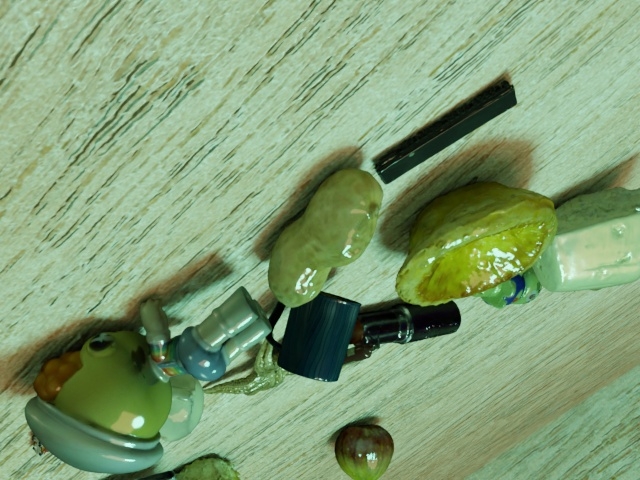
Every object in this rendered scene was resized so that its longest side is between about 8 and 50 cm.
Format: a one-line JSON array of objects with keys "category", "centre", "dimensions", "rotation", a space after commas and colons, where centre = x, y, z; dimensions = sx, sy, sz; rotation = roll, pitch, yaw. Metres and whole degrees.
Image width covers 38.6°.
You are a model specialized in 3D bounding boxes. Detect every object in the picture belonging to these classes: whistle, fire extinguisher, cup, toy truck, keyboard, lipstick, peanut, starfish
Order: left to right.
[{"category": "toy truck", "centre": [-0.476, 0.344, 1.563], "dimensions": [0.032, 0.024, 0.083], "rotation": [-46, 164, -39]}, {"category": "starfish", "centre": [-0.088, 0.235, 1.730], "dimensions": [0.277, 0.062, 0.236], "rotation": [-35, 158, 2]}, {"category": "cup", "centre": [-0.013, 0.154, 1.535], "dimensions": [0.113, 0.150, 0.138], "rotation": [16, 90, -31]}, {"category": "peanut", "centre": [0.000, 0.000, 1.336], "dimensions": [0.101, 0.117, 0.263], "rotation": [21, 131, -30]}, {"category": "fire extinguisher", "centre": [0.051, 0.218, 1.712], "dimensions": [0.173, 0.035, 0.049], "rotation": [-23, 149, 32]}, {"category": "lipstick", "centre": [0.146, 0.166, 1.786], "dimensions": [0.300, 0.081, 0.081], "rotation": [-5, 145, -34]}, {"category": "keyboard", "centre": [0.183, -0.156, 1.336], "dimensions": [0.231, 0.023, 0.072], "rotation": [-32, 160, 6]}, {"category": "whistle", "centre": [0.380, 0.092, 1.876], "dimensions": [0.227, 0.085, 0.105], "rotation": [-2, 133, -41]}]

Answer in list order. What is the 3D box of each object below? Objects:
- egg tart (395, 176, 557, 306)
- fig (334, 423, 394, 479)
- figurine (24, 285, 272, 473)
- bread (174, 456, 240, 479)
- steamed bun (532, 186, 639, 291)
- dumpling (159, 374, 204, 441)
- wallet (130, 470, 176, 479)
[{"category": "egg tart", "centre": [0.251, -0.005, 1.545], "dimensions": [0.319, 0.128, 0.319], "rotation": [-21, 153, -11]}, {"category": "fig", "centre": [0.102, 0.576, 2.346], "dimensions": [0.160, 0.143, 0.230], "rotation": [-4, 116, -48]}, {"category": "figurine", "centre": [-0.255, 0.203, 1.347], "dimensions": [0.382, 0.205, 0.224], "rotation": [-40, 143, 15]}, {"category": "bread", "centre": [-0.257, 0.579, 2.069], "dimensions": [0.174, 0.121, 0.245], "rotation": [-27, 155, -6]}, {"category": "steamed bun", "centre": [0.507, -0.008, 1.778], "dimensions": [0.226, 0.170, 0.200], "rotation": [-7, 117, -7]}, {"category": "dumpling", "centre": [-0.279, 0.282, 1.571], "dimensions": [0.155, 0.111, 0.181], "rotation": [15, 125, -9]}, {"category": "wallet", "centre": [-0.393, 0.556, 1.895], "dimensions": [0.222, 0.036, 0.167], "rotation": [-14, 129, -4]}]
